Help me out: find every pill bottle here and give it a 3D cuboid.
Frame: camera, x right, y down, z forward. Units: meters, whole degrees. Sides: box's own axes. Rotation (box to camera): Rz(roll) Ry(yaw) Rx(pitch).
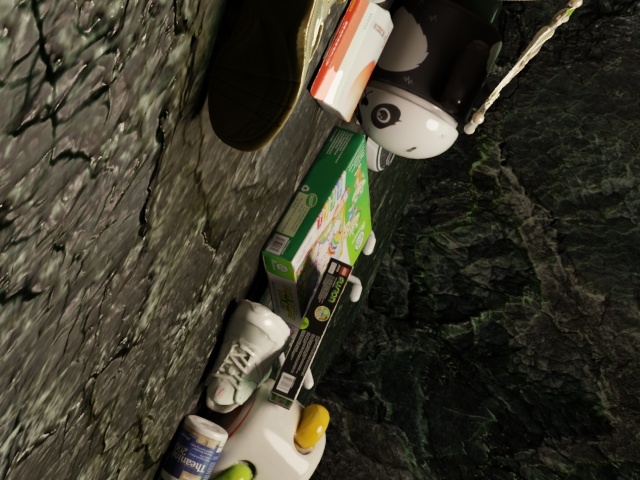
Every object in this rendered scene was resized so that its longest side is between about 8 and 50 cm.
[{"bbox_3d":[-0.183,0.312,1.732,0.120,0.067,0.067,-65,174,2],"label":"pill bottle"}]

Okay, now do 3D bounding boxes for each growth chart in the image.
[{"bbox_3d":[0.280,-0.244,1.744,0.237,0.021,0.172,-50,177,9],"label":"growth chart"}]

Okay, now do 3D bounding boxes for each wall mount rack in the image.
[{"bbox_3d":[-0.017,0.131,2.089,0.304,0.130,0.350,-61,172,-26],"label":"wall mount rack"}]

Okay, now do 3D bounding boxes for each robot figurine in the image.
[{"bbox_3d":[0.160,-0.260,1.838,0.278,0.174,0.209,-64,171,-2],"label":"robot figurine"}]

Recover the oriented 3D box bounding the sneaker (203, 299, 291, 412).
[{"bbox_3d":[-0.110,0.174,1.717,0.115,0.090,0.232,-55,169,-35],"label":"sneaker"}]

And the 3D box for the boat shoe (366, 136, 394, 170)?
[{"bbox_3d":[0.160,-0.228,2.232,0.108,0.102,0.301,-58,171,-46],"label":"boat shoe"}]

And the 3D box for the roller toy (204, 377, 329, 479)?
[{"bbox_3d":[-0.092,0.314,1.848,0.209,0.146,0.191,-50,-164,-15],"label":"roller toy"}]

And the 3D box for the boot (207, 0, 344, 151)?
[{"bbox_3d":[-0.022,-0.192,1.057,0.165,0.077,0.213,-57,168,-59],"label":"boot"}]

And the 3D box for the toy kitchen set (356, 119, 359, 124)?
[{"bbox_3d":[0.110,-0.217,2.037,0.083,0.068,0.075,-66,173,9],"label":"toy kitchen set"}]

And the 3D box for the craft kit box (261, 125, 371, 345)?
[{"bbox_3d":[0.000,0.000,1.848,0.246,0.061,0.250,87,28,-57],"label":"craft kit box"}]

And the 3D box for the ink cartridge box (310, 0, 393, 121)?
[{"bbox_3d":[0.042,-0.232,1.554,0.179,0.045,0.145,14,101,-86],"label":"ink cartridge box"}]

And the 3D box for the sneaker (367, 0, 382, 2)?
[{"bbox_3d":[0.074,-0.348,1.388,0.158,0.061,0.065,-65,-160,12],"label":"sneaker"}]

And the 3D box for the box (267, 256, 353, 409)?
[{"bbox_3d":[-0.015,0.133,1.744,0.114,0.036,0.207,109,5,-75],"label":"box"}]
